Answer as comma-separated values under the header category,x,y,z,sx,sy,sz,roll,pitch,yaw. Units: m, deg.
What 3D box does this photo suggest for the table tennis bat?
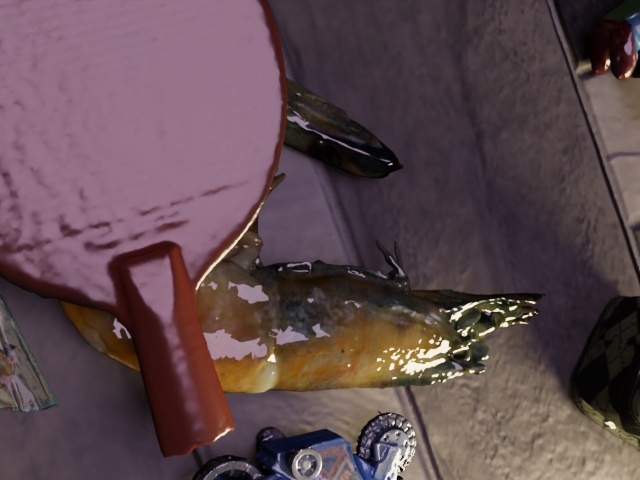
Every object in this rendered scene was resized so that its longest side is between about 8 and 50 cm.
category,x,y,z,sx,sy,sz,roll,pitch,yaw
table tennis bat,-0.139,-0.055,0.629,0.268,0.051,0.414,-18,97,-15

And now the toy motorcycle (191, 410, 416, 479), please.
category,x,y,z,sx,sy,sz,roll,pitch,yaw
toy motorcycle,-0.008,0.209,0.749,0.205,0.076,0.114,-10,97,-26

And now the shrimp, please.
category,x,y,z,sx,sy,sz,roll,pitch,yaw
shrimp,0.000,0.000,0.771,0.445,0.085,0.272,12,75,-21

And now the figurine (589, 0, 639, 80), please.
category,x,y,z,sx,sy,sz,roll,pitch,yaw
figurine,0.395,-0.156,0.957,0.185,0.127,0.234,-33,114,-13

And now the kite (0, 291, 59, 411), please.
category,x,y,z,sx,sy,sz,roll,pitch,yaw
kite,-0.338,0.062,0.630,0.335,0.011,0.314,17,79,-23

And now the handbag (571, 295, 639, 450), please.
category,x,y,z,sx,sy,sz,roll,pitch,yaw
handbag,0.468,0.191,0.802,0.317,0.416,0.180,41,73,-21
